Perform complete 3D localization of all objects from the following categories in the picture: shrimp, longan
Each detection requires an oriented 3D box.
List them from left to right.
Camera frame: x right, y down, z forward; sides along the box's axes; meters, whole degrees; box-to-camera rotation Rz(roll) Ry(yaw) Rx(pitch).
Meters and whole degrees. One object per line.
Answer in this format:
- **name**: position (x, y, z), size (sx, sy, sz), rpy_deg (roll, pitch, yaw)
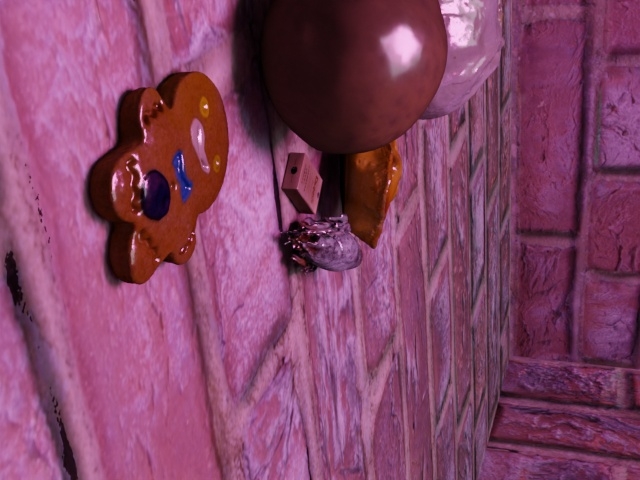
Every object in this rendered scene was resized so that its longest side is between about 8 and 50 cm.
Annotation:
- **shrimp**: position (0.000, 0.000, 1.251), size (0.090, 0.079, 0.233), rpy_deg (-50, 159, 10)
- **longan**: position (0.042, -0.221, 1.098), size (0.248, 0.248, 0.248), rpy_deg (4, 90, -72)

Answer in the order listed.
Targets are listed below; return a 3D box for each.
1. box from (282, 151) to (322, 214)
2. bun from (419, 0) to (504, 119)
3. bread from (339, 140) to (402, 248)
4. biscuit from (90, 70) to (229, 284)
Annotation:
- **box**: position (-0.023, -0.074, 1.236), size (0.083, 0.024, 0.053), rpy_deg (58, 41, -63)
- **bun**: position (0.183, -0.370, 1.490), size (0.362, 0.211, 0.361), rpy_deg (-3, 90, -74)
- **bread**: position (0.071, -0.114, 1.368), size (0.160, 0.088, 0.233), rpy_deg (87, 3, -51)
- **biscuit**: position (-0.138, -0.068, 0.881), size (0.236, 0.039, 0.179), rpy_deg (-66, 152, -50)
